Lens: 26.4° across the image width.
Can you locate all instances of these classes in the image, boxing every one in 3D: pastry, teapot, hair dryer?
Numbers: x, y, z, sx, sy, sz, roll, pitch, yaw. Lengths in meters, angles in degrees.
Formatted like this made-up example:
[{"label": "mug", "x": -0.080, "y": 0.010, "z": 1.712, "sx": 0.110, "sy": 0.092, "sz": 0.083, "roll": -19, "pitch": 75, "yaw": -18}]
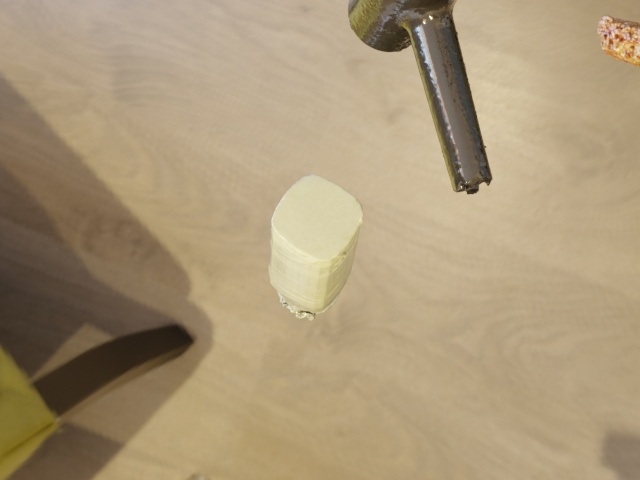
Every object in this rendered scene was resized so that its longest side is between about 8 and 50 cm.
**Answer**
[{"label": "pastry", "x": 0.440, "y": -0.255, "z": 1.819, "sx": 0.169, "sy": 0.087, "sz": 0.063, "roll": 19, "pitch": 88, "yaw": 35}, {"label": "teapot", "x": 0.000, "y": 0.000, "z": 1.314, "sx": 0.077, "sy": 0.200, "sz": 0.107, "roll": 31, "pitch": 71, "yaw": 8}, {"label": "hair dryer", "x": 0.104, "y": -0.163, "z": 1.254, "sx": 0.089, "sy": 0.197, "sz": 0.251, "roll": -13, "pitch": 85, "yaw": -15}]
